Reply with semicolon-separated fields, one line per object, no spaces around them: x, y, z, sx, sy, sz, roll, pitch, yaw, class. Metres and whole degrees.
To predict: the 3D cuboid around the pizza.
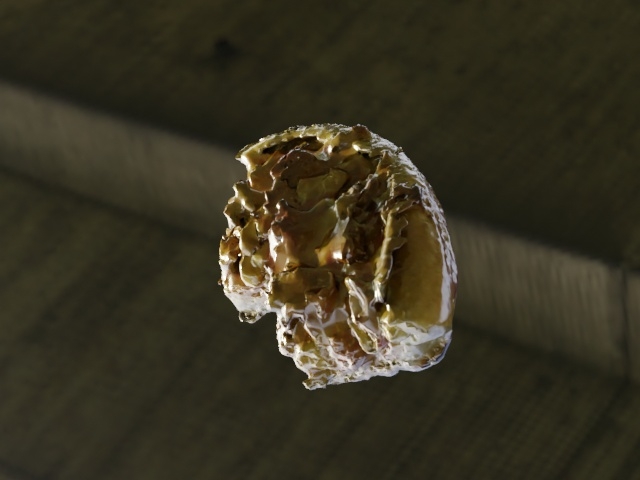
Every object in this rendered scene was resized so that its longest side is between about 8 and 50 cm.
0.000;0.000;1.229;0.161;0.085;0.305;-51;-147;2;pizza
